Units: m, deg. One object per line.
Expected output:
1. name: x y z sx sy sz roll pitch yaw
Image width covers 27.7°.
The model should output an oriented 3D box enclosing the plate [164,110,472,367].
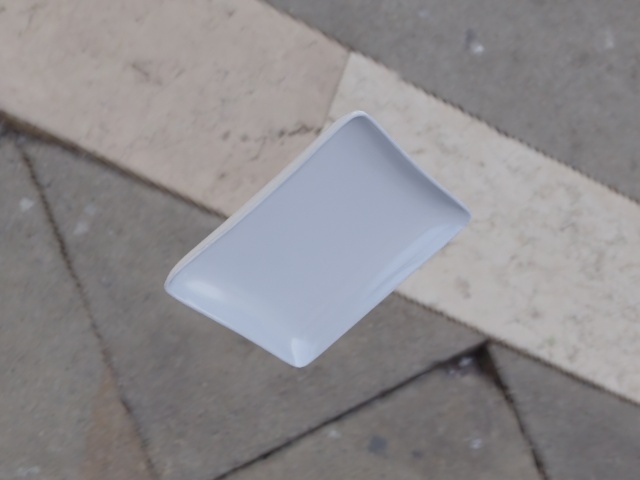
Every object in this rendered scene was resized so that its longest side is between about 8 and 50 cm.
1. plate: 0.000 0.000 1.413 0.278 0.277 0.045 36 15 -50
